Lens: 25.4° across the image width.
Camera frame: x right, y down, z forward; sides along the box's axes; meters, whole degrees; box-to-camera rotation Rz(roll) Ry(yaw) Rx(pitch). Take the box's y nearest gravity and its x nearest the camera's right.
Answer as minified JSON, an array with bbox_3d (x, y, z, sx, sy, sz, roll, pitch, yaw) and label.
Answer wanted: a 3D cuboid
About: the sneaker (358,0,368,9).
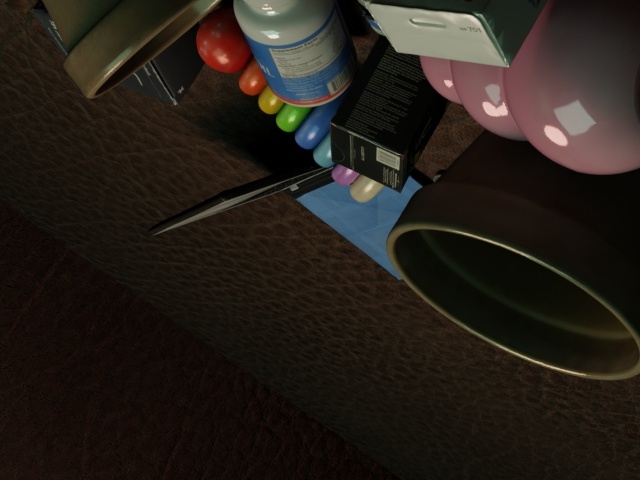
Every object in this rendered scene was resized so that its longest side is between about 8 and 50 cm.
[{"bbox_3d":[0.098,-0.290,1.501,0.132,0.086,0.228,6,177,28],"label":"sneaker"}]

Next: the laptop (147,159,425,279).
[{"bbox_3d":[0.000,0.000,2.232,0.382,0.407,0.236,-20,91,66],"label":"laptop"}]

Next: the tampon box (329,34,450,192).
[{"bbox_3d":[0.093,-0.166,1.763,0.101,0.161,0.120,26,162,11],"label":"tampon box"}]

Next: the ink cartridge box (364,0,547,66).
[{"bbox_3d":[0.153,-0.268,1.358,0.139,0.191,0.082,15,156,39],"label":"ink cartridge box"}]

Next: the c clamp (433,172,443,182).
[{"bbox_3d":[0.230,-0.055,2.064,0.137,0.022,0.161,13,156,44],"label":"c clamp"}]

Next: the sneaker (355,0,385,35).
[{"bbox_3d":[0.106,-0.264,1.649,0.152,0.058,0.084,25,171,36],"label":"sneaker"}]

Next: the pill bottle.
[{"bbox_3d":[-0.036,-0.271,1.742,0.124,0.124,0.221,21,159,25],"label":"pill bottle"}]

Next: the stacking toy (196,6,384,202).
[{"bbox_3d":[-0.025,-0.202,1.932,0.330,0.141,0.141,38,161,-5],"label":"stacking toy"}]

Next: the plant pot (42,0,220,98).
[{"bbox_3d":[-0.258,-0.343,1.761,0.229,0.263,0.263,50,159,-4],"label":"plant pot"}]

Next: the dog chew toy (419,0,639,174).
[{"bbox_3d":[0.231,-0.186,1.464,0.332,0.207,0.206,20,161,50],"label":"dog chew toy"}]

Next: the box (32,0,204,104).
[{"bbox_3d":[-0.286,-0.304,2.059,0.207,0.108,0.153,21,159,24],"label":"box"}]

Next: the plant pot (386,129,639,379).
[{"bbox_3d":[0.278,-0.038,1.627,0.323,0.280,0.323,26,161,10],"label":"plant pot"}]
